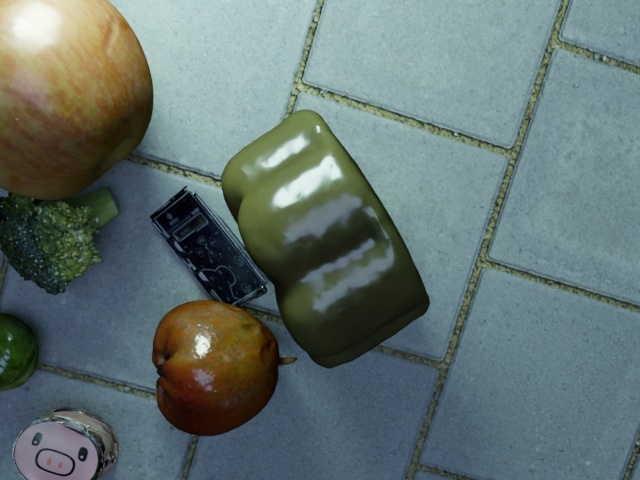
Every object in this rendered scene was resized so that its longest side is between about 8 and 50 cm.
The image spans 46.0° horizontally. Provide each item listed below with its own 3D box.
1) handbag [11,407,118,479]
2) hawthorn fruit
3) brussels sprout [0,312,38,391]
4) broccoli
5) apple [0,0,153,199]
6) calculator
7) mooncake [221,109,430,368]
[{"bbox_3d":[-0.548,0.455,1.628,0.205,0.116,0.179,21,96,-5],"label":"handbag"},{"bbox_3d":[-0.195,0.258,1.555,0.298,0.277,0.277,-5,99,-12],"label":"hawthorn fruit"},{"bbox_3d":[-0.673,0.247,1.581,0.145,0.131,0.183,26,92,-2],"label":"brussels sprout"},{"bbox_3d":[-0.529,-0.034,1.528,0.243,0.263,0.247,-32,67,-26],"label":"broccoli"},{"bbox_3d":[-0.498,-0.270,1.389,0.391,0.391,0.346,-42,103,3],"label":"apple"},{"bbox_3d":[-0.232,0.023,1.582,0.165,0.028,0.274,-32,100,41],"label":"calculator"},{"bbox_3d":[0.000,0.000,1.423,0.262,0.467,0.467,-28,99,1],"label":"mooncake"}]
